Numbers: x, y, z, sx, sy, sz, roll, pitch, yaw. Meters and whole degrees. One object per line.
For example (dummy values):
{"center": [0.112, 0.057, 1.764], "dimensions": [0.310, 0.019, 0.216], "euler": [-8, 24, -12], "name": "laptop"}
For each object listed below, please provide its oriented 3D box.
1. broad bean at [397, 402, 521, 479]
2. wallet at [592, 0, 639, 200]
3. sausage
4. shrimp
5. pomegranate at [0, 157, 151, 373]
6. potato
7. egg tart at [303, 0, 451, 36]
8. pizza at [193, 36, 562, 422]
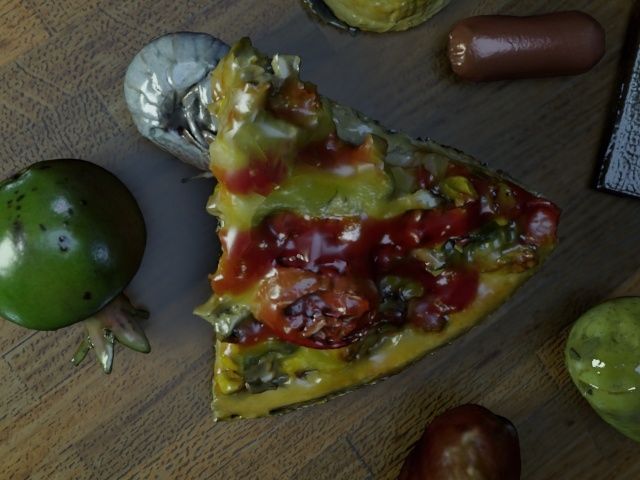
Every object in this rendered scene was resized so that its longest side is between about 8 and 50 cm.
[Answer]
{"center": [0.149, 0.297, 0.919], "dimensions": [0.122, 0.156, 0.228], "euler": [22, 82, -8], "name": "broad bean"}
{"center": [0.424, -0.166, 1.005], "dimensions": [0.133, 0.039, 0.243], "euler": [13, 89, -2], "name": "wallet"}
{"center": [0.240, -0.226, 0.951], "dimensions": [0.194, 0.077, 0.077], "euler": [-7, 94, -11], "name": "sausage"}
{"center": [-0.062, -0.081, 0.874], "dimensions": [0.343, 0.116, 0.145], "euler": [40, 83, -22], "name": "shrimp"}
{"center": [-0.251, 0.028, 0.828], "dimensions": [0.181, 0.181, 0.224], "euler": [-33, 120, -8], "name": "pomegranate"}
{"center": [0.407, 0.161, 0.968], "dimensions": [0.248, 0.143, 0.169], "euler": [33, 94, -11], "name": "potato"}
{"center": [0.070, -0.355, 0.904], "dimensions": [0.232, 0.098, 0.252], "euler": [16, 94, -8], "name": "egg tart"}
{"center": [0.000, 0.000, 0.795], "dimensions": [0.440, 0.130, 0.406], "euler": [-31, 125, 7], "name": "pizza"}
